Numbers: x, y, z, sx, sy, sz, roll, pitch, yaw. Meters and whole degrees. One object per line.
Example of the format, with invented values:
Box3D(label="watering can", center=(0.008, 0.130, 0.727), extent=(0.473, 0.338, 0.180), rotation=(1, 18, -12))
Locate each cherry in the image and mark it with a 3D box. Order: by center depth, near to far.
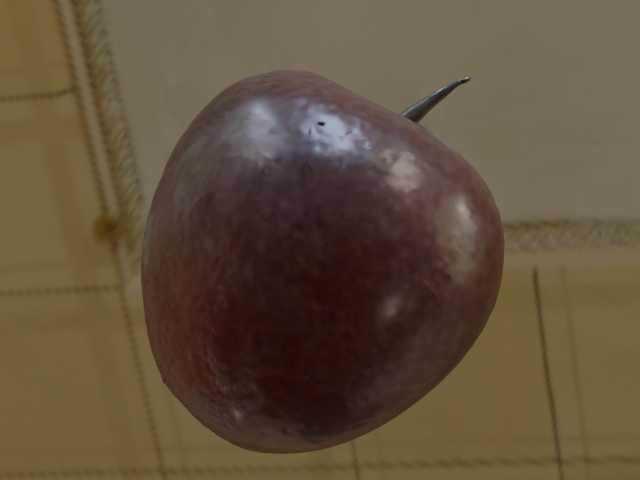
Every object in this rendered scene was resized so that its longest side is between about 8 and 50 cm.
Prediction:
Box3D(label="cherry", center=(0.000, 0.000, 1.229), extent=(0.213, 0.236, 0.285), rotation=(36, -86, -32))
